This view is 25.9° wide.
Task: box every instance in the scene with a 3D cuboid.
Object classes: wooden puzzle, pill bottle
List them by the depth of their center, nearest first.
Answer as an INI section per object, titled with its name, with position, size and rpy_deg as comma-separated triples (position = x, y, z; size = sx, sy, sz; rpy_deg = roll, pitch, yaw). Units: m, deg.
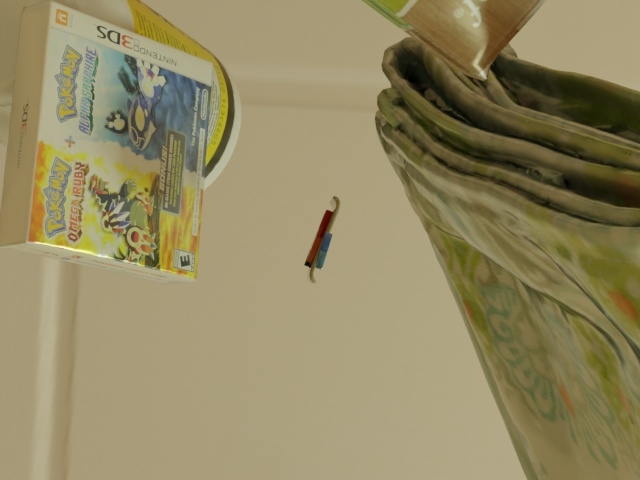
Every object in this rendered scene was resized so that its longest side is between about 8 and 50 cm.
[wooden puzzle]
position = 0.000, 0.000, 1.148
size = 0.116, 0.014, 0.078
rpy_deg = 119, -11, -80
[pill bottle]
position = -0.228, -0.158, 1.359
size = 0.334, 0.188, 0.188
rpy_deg = 29, 66, -64

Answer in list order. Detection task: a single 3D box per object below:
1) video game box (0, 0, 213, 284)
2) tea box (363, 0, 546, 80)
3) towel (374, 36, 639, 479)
[video game box]
position = -0.177, -0.078, 1.179
size = 0.187, 0.048, 0.205
rpy_deg = 14, 75, -45
[tea box]
position = -0.032, -0.280, 0.486
size = 0.220, 0.323, 0.329
rpy_deg = -49, -149, 17
[towel]
position = 0.159, 0.093, 0.612
size = 0.374, 0.090, 0.320
rpy_deg = 61, -6, -21
